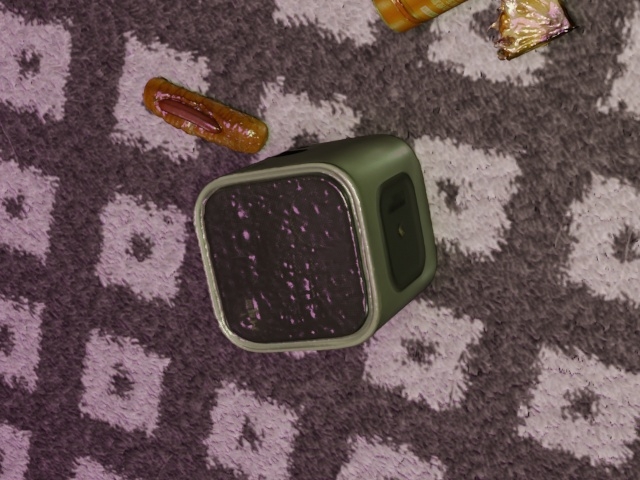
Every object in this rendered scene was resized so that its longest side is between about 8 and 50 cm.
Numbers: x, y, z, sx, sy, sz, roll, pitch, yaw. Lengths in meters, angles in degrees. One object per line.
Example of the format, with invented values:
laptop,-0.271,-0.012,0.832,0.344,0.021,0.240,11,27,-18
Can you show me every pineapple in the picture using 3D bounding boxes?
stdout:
pineapple,0.280,-0.294,1.459,0.116,0.069,0.137,19,110,18

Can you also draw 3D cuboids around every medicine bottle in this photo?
medicine bottle,0.165,-0.353,1.465,0.192,0.096,0.096,-22,95,34

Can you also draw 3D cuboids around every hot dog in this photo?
hot dog,-0.180,-0.185,1.702,0.215,0.047,0.066,26,116,15

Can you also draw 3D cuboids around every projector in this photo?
projector,0.000,0.000,1.562,0.248,0.249,0.248,-7,101,25
